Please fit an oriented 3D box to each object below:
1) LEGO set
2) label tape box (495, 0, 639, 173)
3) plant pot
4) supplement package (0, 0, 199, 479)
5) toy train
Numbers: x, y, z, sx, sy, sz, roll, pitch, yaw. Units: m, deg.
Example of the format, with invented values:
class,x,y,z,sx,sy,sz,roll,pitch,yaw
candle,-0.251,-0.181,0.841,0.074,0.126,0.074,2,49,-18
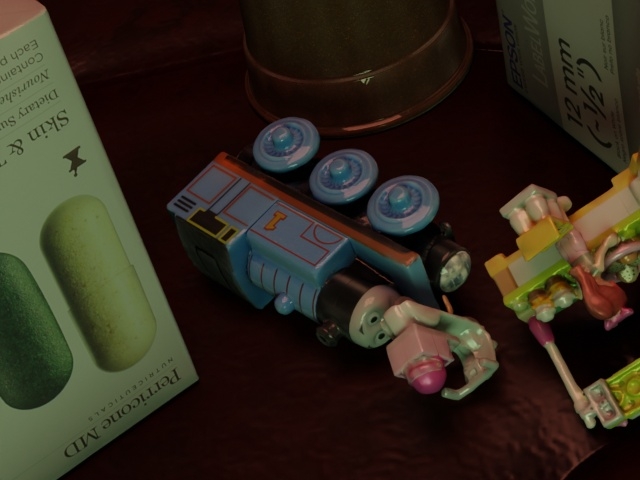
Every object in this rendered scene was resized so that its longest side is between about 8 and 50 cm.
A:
class,x,y,z,sx,sy,sz,roll,pitch,yaw
LEGO set,0.160,0.000,0.695,0.132,0.287,0.107,3,50,-38
label tape box,0.170,-0.182,0.853,0.115,0.249,0.347,-29,43,-14
plant pot,0.009,-0.185,0.975,0.167,0.165,0.167,-10,41,9
supplement package,-0.228,-0.004,0.778,0.199,0.262,0.198,-35,45,-19
toy train,0.000,0.000,0.845,0.184,0.080,0.105,30,68,37
